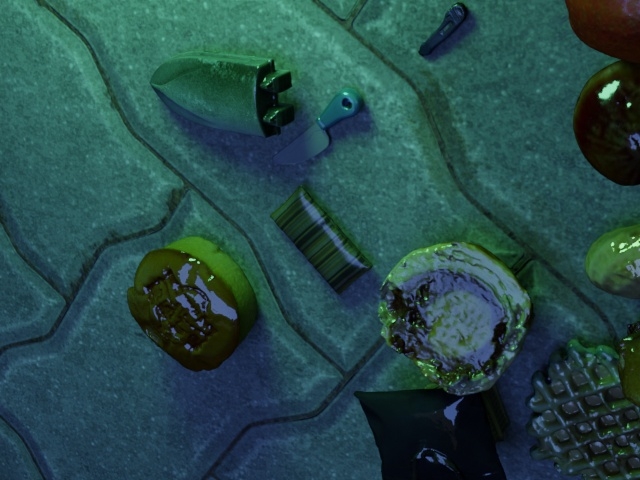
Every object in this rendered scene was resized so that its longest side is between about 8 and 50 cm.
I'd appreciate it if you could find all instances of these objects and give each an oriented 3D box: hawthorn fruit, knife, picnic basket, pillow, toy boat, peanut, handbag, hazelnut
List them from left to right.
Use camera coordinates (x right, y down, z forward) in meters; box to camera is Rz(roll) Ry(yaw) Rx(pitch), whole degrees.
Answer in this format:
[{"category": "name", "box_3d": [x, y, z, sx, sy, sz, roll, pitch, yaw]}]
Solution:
[{"category": "toy boat", "box_3d": [-0.192, -0.276, 2.002, 0.319, 0.092, 0.141, 13, 120, 33]}, {"category": "knife", "box_3d": [-0.005, -0.191, 1.970, 0.058, 0.032, 0.244, 44, 132, -5]}, {"category": "pillow", "box_3d": [0.000, 0.000, 2.051, 0.203, 0.038, 0.113, 50, 131, 2]}, {"category": "handbag", "box_3d": [0.198, 0.360, 1.979, 0.254, 0.089, 0.211, -8, 108, 30]}, {"category": "knife", "box_3d": [0.196, -0.340, 1.780, 0.031, 0.018, 0.121, 44, 128, -4]}, {"category": "picnic basket", "box_3d": [0.257, 0.323, 2.029, 0.164, 0.079, 0.115, -14, 107, 35]}, {"category": "hawthorn fruit", "box_3d": [0.428, -0.348, 1.528, 0.299, 0.211, 0.211, 7, 116, 37]}, {"category": "hazelnut", "box_3d": [0.468, -0.182, 1.603, 0.204, 0.178, 0.178, -35, 93, 26]}, {"category": "peanut", "box_3d": [0.540, 0.009, 1.678, 0.290, 0.130, 0.130, -31, 95, 37]}]

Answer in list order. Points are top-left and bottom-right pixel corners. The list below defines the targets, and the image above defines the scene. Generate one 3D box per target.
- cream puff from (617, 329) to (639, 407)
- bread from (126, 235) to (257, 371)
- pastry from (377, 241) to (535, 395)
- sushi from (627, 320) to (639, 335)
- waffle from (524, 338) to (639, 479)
[{"category": "cream puff", "box_3d": [0.580, 0.161, 1.657, 0.155, 0.269, 0.241, 53, 156, -6]}, {"category": "bread", "box_3d": [-0.256, 0.124, 2.194, 0.270, 0.148, 0.270, 13, 120, 25]}, {"category": "pastry", "box_3d": [0.245, 0.118, 1.892, 0.256, 0.170, 0.237, 39, 106, 20]}, {"category": "sushi", "box_3d": [0.554, 0.172, 1.792, 0.118, 0.060, 0.061, 24, 118, 18]}, {"category": "waffle", "box_3d": [0.507, 0.312, 1.890, 0.309, 0.056, 0.292, 18, 121, 22]}]
